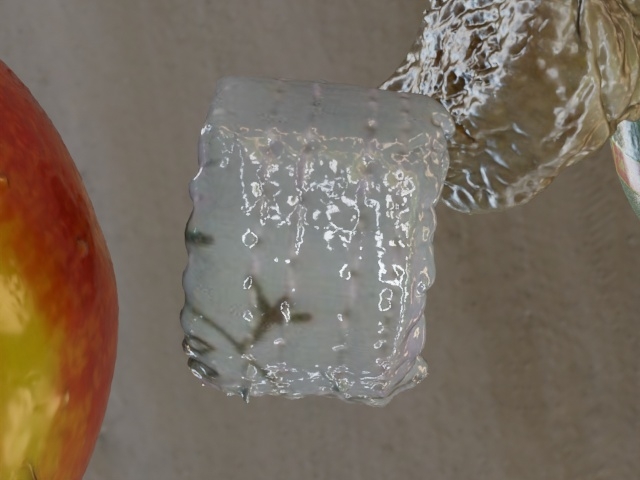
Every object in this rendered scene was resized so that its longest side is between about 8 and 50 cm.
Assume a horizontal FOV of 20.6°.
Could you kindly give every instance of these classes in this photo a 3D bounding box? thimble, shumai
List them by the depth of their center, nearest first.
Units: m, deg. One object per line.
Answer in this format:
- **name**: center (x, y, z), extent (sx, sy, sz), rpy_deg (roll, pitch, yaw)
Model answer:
- **thimble**: center (0.000, -0.001, 0.834), extent (0.118, 0.127, 0.151), rpy_deg (7, 132, 2)
- **shumai**: center (0.169, -0.108, 1.265), extent (0.218, 0.185, 0.184), rpy_deg (-55, 37, 34)

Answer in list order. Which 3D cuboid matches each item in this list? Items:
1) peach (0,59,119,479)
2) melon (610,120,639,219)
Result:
- **peach**: center (-0.275, 0.048, 0.893), extent (0.370, 0.370, 0.370), rpy_deg (31, 138, 33)
- **melon**: center (0.332, -0.104, 1.483), extent (0.182, 0.182, 0.287), rpy_deg (21, 136, 41)
